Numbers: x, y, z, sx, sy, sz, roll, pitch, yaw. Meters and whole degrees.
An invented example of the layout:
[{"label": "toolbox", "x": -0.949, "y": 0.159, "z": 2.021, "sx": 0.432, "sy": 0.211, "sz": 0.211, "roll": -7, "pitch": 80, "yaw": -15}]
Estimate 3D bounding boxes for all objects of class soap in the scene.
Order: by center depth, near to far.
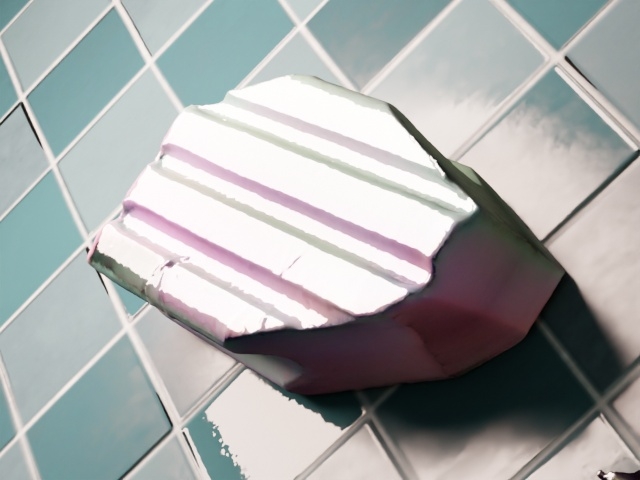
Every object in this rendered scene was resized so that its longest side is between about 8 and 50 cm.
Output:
[{"label": "soap", "x": 0.000, "y": 0.000, "z": 1.103, "sx": 0.324, "sy": 0.109, "sz": 0.193, "roll": 24, "pitch": 79, "yaw": 51}]

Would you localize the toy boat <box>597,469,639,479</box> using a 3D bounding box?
[{"label": "toy boat", "x": 0.210, "y": 0.121, "z": 0.791, "sx": 0.269, "sy": 0.141, "sz": 0.141, "roll": -44, "pitch": 37, "yaw": -13}]
